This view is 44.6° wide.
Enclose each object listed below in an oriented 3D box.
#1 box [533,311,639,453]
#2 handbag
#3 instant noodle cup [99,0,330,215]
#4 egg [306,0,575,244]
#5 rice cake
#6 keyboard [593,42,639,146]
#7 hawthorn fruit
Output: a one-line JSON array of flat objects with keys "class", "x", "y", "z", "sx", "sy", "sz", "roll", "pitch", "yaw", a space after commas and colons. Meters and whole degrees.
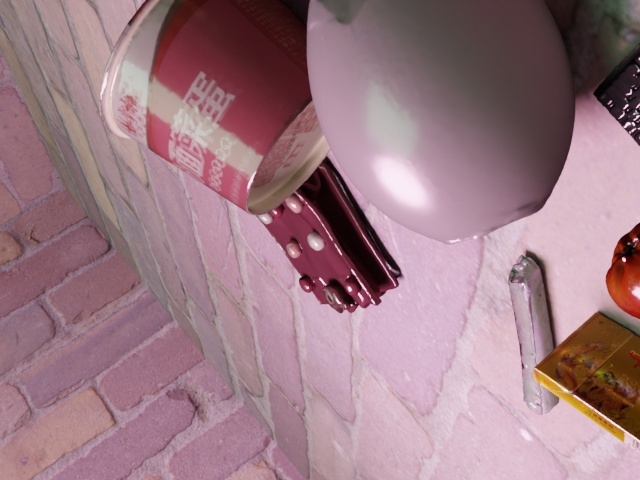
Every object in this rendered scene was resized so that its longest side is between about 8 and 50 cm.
[{"class": "box", "x": 0.264, "y": 0.127, "z": 0.643, "sx": 0.156, "sy": 0.089, "sz": 0.022, "roll": 38, "pitch": 153, "yaw": 41}, {"class": "handbag", "x": -0.003, "y": 0.001, "z": 1.054, "sx": 0.216, "sy": 0.074, "sz": 0.203, "roll": 58, "pitch": 160, "yaw": -8}, {"class": "instant noodle cup", "x": -0.081, "y": -0.149, "z": 0.803, "sx": 0.178, "sy": 0.235, "sz": 0.235, "roll": 40, "pitch": 157, "yaw": 11}, {"class": "egg", "x": 0.080, "y": -0.116, "z": 0.547, "sx": 0.176, "sy": 0.176, "sz": 0.232, "roll": 6, "pitch": 123, "yaw": 64}, {"class": "rice cake", "x": 0.215, "y": 0.101, "z": 0.786, "sx": 0.033, "sy": 0.033, "sz": 0.208, "roll": 29, "pitch": 147, "yaw": 46}, {"class": "keyboard", "x": 0.267, "y": -0.028, "z": 0.488, "sx": 0.230, "sy": 0.025, "sz": 0.094, "roll": 51, "pitch": 162, "yaw": 9}, {"class": "hawthorn fruit", "x": 0.252, "y": 0.027, "z": 0.544, "sx": 0.093, "sy": 0.081, "sz": 0.081, "roll": 28, "pitch": 159, "yaw": -4}]
